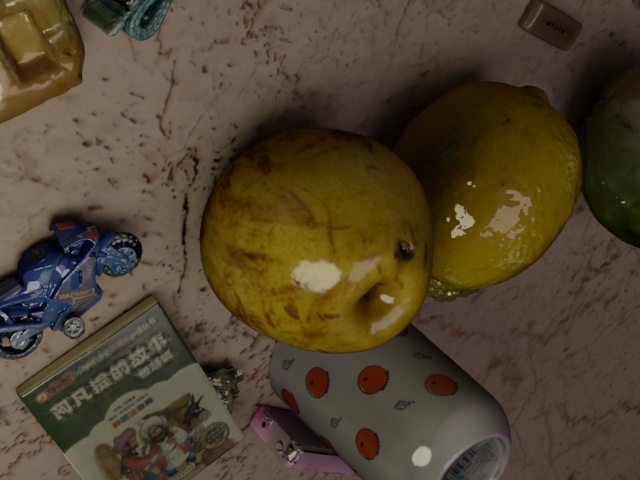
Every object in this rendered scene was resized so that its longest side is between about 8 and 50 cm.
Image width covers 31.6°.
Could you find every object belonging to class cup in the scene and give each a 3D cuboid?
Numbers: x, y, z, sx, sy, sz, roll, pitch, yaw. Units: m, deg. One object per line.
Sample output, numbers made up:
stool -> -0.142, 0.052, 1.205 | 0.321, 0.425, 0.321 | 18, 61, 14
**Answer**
cup -> 0.102, 0.231, 1.572 | 0.212, 0.317, 0.212 | -24, 133, -28

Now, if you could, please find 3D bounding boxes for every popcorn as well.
popcorn -> 0.200, 0.040, 1.680 | 0.121, 0.106, 0.116 | -14, 119, -35

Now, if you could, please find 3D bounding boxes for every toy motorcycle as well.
toy motorcycle -> -0.296, 0.045, 1.254 | 0.205, 0.076, 0.114 | -39, 130, -10

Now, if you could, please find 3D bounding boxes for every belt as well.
belt -> -0.127, -0.328, 1.116 | 0.302, 0.072, 0.087 | -51, 145, -1

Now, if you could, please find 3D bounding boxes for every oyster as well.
oyster -> -0.167, 0.249, 1.538 | 0.125, 0.064, 0.177 | 8, 111, -41

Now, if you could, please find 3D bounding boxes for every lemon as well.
lemon -> 0.211, -0.074, 1.490 | 0.284, 0.261, 0.260 | -61, 146, -25

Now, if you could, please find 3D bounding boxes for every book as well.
book -> -0.232, 0.222, 1.433 | 0.202, 0.027, 0.264 | -35, 125, -13

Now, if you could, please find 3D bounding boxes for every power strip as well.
power strip -> 0.010, 0.308, 1.710 | 0.279, 0.109, 0.037 | 21, 106, -49

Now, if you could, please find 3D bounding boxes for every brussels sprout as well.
brussels sprout -> 0.549, -0.128, 1.730 | 0.344, 0.344, 0.268 | 78, 26, -44

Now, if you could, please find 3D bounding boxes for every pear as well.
pear -> 0.000, 0.000, 1.331 | 0.281, 0.281, 0.280 | -24, 134, -28

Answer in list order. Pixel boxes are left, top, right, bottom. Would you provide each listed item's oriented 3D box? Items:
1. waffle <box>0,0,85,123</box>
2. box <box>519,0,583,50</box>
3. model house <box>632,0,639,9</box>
waffle -> -0.383, -0.188, 0.983 | 0.348, 0.077, 0.304 | -33, 139, -19
box -> 0.326, -0.302, 1.590 | 0.115, 0.025, 0.048 | 14, 108, -47
model house -> 0.434, -0.409, 1.441 | 0.202, 0.237, 0.236 | -21, 133, -33
